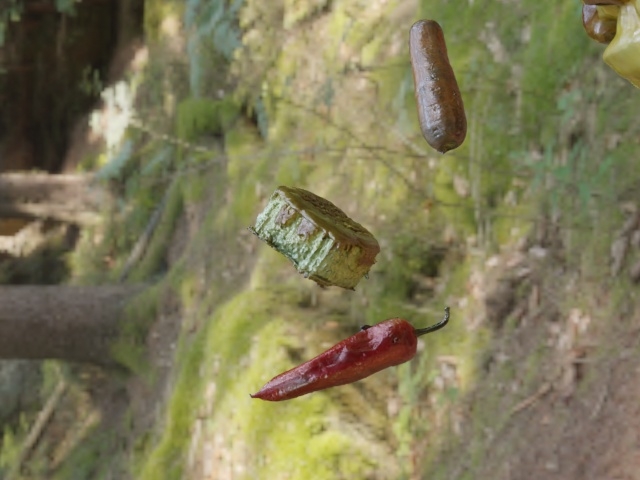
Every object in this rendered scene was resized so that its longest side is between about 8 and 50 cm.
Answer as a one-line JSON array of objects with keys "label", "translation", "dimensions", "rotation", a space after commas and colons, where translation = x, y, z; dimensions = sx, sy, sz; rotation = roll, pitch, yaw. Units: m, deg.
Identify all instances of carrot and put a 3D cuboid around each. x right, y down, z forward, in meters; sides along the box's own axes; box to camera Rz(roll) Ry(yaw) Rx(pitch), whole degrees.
[{"label": "carrot", "translation": [0.143, -0.198, 1.467], "dimensions": [0.060, 0.060, 0.186], "rotation": [119, 145, -63]}]

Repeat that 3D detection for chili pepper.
[{"label": "chili pepper", "translation": [0.042, 0.141, 1.407], "dimensions": [0.050, 0.268, 0.059], "rotation": [-166, 57, -76]}]

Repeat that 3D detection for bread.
[{"label": "bread", "translation": [0.000, 0.000, 1.282], "dimensions": [0.128, 0.140, 0.069], "rotation": [39, 100, 26]}]

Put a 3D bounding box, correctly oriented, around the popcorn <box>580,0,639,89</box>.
[{"label": "popcorn", "translation": [0.363, -0.215, 0.972], "dimensions": [0.265, 0.332, 0.225], "rotation": [129, 142, -84]}]
